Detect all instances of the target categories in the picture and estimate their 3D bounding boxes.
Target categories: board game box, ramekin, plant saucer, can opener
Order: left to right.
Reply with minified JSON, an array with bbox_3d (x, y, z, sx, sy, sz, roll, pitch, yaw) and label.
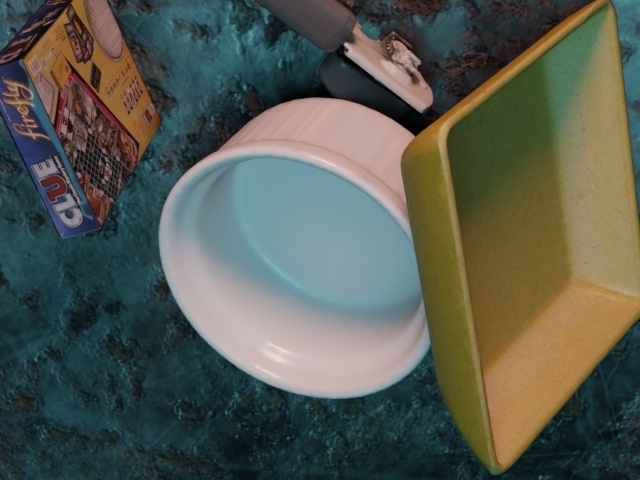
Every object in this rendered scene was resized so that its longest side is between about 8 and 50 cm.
[{"bbox_3d":[-0.219,-0.127,1.547,0.042,0.243,0.165,-17,112,16],"label":"board game box"},{"bbox_3d":[-0.006,-0.195,1.544,0.093,0.074,0.280,-40,119,23],"label":"can opener"},{"bbox_3d":[0.000,0.000,1.605,0.277,0.135,0.277,13,128,17],"label":"ramekin"},{"bbox_3d":[0.178,-0.013,1.530,0.081,0.333,0.332,6,119,33],"label":"plant saucer"}]

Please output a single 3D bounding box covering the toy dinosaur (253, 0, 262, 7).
[{"bbox_3d":[-0.006,-0.303,1.544,0.112,0.064,0.211,30,127,-21],"label":"toy dinosaur"}]
